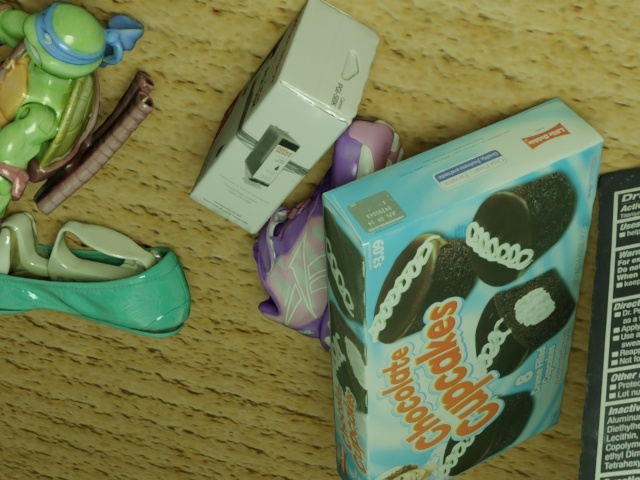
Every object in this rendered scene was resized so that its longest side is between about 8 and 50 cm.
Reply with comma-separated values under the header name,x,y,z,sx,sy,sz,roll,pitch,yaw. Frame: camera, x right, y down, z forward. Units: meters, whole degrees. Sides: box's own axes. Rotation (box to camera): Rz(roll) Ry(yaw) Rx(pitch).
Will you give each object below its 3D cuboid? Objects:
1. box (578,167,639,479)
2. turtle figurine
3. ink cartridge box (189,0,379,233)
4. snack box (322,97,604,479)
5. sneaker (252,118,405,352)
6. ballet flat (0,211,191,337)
name,x,y,z,sx,sy,sz,roll,pitch,yaw
box,0.332,0.090,0.814,0.296,0.294,0.183,-10,134,27
turtle figurine,-0.274,-0.079,0.904,0.198,0.274,0.266,52,142,12
ink cartridge box,-0.025,-0.085,0.884,0.056,0.099,0.135,30,136,-13
snack box,0.099,0.062,0.955,0.187,0.060,0.322,-23,140,-17
sneaker,0.000,0.000,0.979,0.104,0.095,0.236,19,140,9
ballet flat,-0.226,0.020,1.089,0.247,0.083,0.087,7,113,10
